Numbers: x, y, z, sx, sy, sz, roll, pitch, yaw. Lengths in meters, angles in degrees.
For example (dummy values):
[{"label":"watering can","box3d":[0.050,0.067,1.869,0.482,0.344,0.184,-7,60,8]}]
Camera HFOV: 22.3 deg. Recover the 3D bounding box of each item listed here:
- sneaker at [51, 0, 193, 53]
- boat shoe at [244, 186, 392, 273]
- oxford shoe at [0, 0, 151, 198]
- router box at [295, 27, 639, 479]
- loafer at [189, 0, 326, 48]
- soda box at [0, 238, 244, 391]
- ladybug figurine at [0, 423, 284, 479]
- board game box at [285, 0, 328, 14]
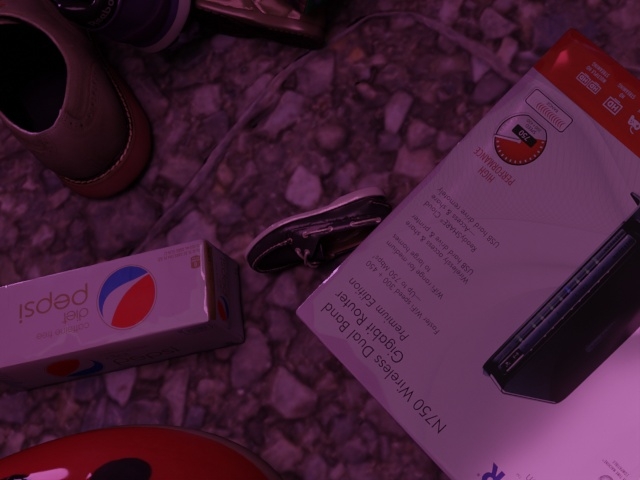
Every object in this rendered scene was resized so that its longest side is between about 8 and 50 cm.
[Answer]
[{"label":"sneaker","box3d":[-0.230,-0.274,1.384,0.283,0.124,0.107,44,112,30]},{"label":"boat shoe","box3d":[0.000,0.000,1.290,0.125,0.046,0.038,-23,59,5]},{"label":"oxford shoe","box3d":[-0.271,-0.192,1.425,0.123,0.130,0.348,-43,61,4]},{"label":"router box","box3d":[0.199,0.063,1.159,0.301,0.082,0.335,-46,61,2]},{"label":"loafer","box3d":[-0.058,-0.202,1.384,0.148,0.056,0.050,17,78,17]},{"label":"soda box","box3d":[-0.174,0.063,1.328,0.216,0.069,0.074,-13,67,18]},{"label":"ladybug figurine","box3d":[-0.211,0.292,1.207,0.449,0.162,0.305,-32,62,10]},{"label":"board game box","box3d":[-0.096,-0.354,1.314,0.317,0.213,0.046,37,47,19]}]
